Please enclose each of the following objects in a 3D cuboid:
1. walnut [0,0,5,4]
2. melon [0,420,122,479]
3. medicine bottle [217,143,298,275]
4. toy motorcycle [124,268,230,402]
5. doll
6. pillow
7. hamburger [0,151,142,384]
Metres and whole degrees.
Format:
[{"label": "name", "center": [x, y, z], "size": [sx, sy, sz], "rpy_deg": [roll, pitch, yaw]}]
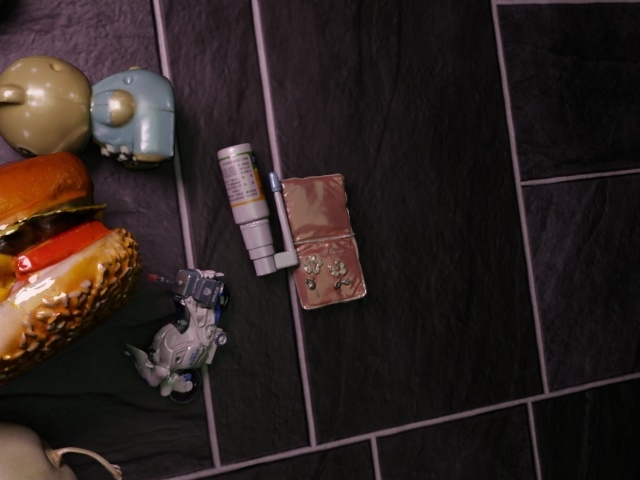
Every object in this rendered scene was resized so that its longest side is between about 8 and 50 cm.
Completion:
[{"label": "walnut", "center": [-0.551, -0.396, 1.064], "size": [0.224, 0.224, 0.224], "rpy_deg": [1, 87, -19]}, {"label": "melon", "center": [-0.470, 0.389, 1.018], "size": [0.272, 0.272, 0.307], "rpy_deg": [33, 69, -15]}, {"label": "medicine bottle", "center": [-0.103, -0.054, 1.267], "size": [0.092, 0.061, 0.220], "rpy_deg": [-15, 93, -14]}, {"label": "toy motorcycle", "center": [-0.227, 0.145, 1.202], "size": [0.150, 0.102, 0.221], "rpy_deg": [24, 82, -38]}, {"label": "doll", "center": [-0.357, -0.191, 1.130], "size": [0.261, 0.177, 0.161], "rpy_deg": [1, 91, -21]}, {"label": "pillow", "center": [0.000, 0.000, 1.312], "size": [0.126, 0.043, 0.232], "rpy_deg": [-12, 91, -16]}, {"label": "hamburger", "center": [-0.414, 0.046, 1.022], "size": [0.330, 0.330, 0.250], "rpy_deg": [-29, 92, -18]}]
